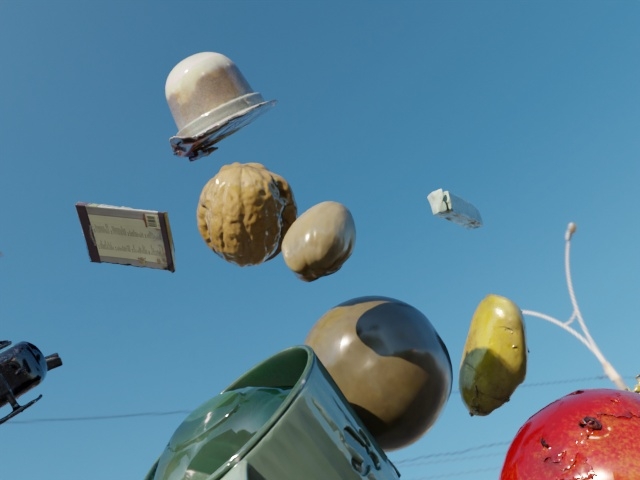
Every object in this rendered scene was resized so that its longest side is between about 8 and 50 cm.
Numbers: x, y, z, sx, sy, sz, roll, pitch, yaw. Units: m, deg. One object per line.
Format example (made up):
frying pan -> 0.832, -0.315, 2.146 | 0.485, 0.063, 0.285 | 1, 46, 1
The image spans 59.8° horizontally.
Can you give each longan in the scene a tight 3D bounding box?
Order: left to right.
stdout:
longan -> 0.105, 0.259, 1.086 | 0.318, 0.319, 0.319 | -9, -45, -10

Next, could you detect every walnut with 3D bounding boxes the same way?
walnut -> -0.175, -0.057, 1.341 | 0.256, 0.224, 0.257 | 0, -70, -1

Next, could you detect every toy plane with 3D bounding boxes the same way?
toy plane -> -0.531, 0.242, 0.765 | 0.155, 0.381, 0.107 | -17, -76, 48

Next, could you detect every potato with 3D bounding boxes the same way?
potato -> 0.419, 0.285, 1.351 | 0.140, 0.173, 0.301 | 10, -85, -24

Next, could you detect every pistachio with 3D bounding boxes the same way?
pistachio -> 0.000, 0.000, 0.905 | 0.113, 0.149, 0.113 | 12, -41, 10

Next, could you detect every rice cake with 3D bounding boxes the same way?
rice cake -> 0.374, -0.080, 1.525 | 0.062, 0.066, 0.336 | -23, -18, 25

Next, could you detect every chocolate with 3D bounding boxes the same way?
chocolate -> -0.198, -0.242, 0.960 | 0.221, 0.221, 0.147 | -33, -80, 14

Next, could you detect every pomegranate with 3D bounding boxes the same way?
pomegranate -> 0.268, 0.244, 0.479 | 0.235, 0.210, 0.210 | 43, -62, 5

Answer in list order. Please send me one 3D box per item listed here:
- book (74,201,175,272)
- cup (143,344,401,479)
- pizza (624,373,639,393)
book -> -0.449, -0.009, 1.294 | 0.231, 0.026, 0.158 | 6, -61, 14
cup -> -0.046, 0.401, 0.760 | 0.310, 0.401, 0.392 | -34, -82, 36
pizza -> 0.453, 0.236, 0.696 | 0.323, 0.089, 0.223 | -4, -48, -17
